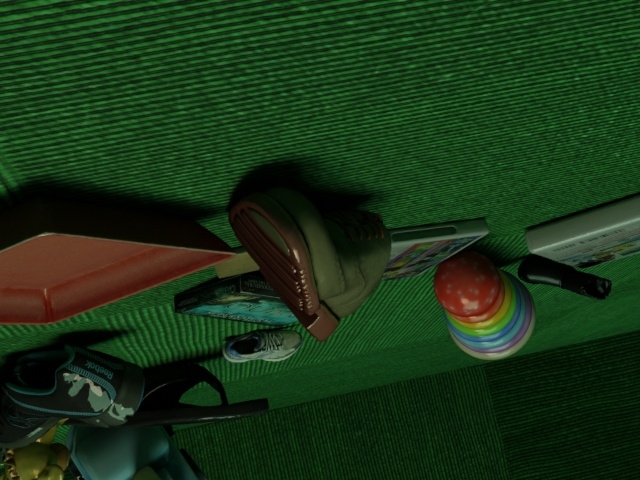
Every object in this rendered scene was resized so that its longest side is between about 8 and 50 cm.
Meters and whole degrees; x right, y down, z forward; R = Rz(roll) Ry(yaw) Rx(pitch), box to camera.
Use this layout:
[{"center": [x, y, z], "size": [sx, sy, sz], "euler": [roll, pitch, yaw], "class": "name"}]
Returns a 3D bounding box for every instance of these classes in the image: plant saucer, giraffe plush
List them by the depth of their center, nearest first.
[{"center": [-0.252, 0.021, 1.009], "size": [0.259, 0.048, 0.258], "euler": [-19, 166, 29], "class": "plant saucer"}, {"center": [-0.481, 0.337, 1.874], "size": [0.210, 0.171, 0.181], "euler": [-4, 165, -36], "class": "giraffe plush"}]

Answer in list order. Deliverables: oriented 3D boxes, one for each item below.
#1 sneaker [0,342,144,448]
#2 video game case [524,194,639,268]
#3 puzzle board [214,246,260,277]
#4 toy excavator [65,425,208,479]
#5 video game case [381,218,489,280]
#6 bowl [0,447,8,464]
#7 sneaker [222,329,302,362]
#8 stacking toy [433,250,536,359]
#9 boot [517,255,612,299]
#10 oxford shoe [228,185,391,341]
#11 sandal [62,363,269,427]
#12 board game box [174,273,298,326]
[{"center": [-0.411, 0.208, 1.589], "size": [0.340, 0.125, 0.139], "euler": [-18, 140, 33], "class": "sneaker"}, {"center": [0.481, -0.032, 1.536], "size": [0.329, 0.036, 0.300], "euler": [-19, 166, 24], "class": "video game case"}, {"center": [-0.058, 0.015, 1.259], "size": [0.128, 0.011, 0.096], "euler": [-13, 166, -3], "class": "puzzle board"}, {"center": [-0.330, 0.455, 2.062], "size": [0.222, 0.433, 0.445], "euler": [-33, 160, -15], "class": "toy excavator"}, {"center": [0.087, 0.020, 1.401], "size": [0.183, 0.023, 0.201], "euler": [-7, 165, -25], "class": "video game case"}, {"center": [-0.587, 0.346, 1.975], "size": [0.170, 0.080, 0.170], "euler": [1, -179, 0], "class": "bowl"}, {"center": [-0.094, 0.174, 1.829], "size": [0.135, 0.052, 0.058], "euler": [-11, 163, -10], "class": "sneaker"}, {"center": [0.225, 0.080, 1.585], "size": [0.141, 0.141, 0.330], "euler": [-16, 162, 12], "class": "stacking toy"}, {"center": [0.375, 0.060, 1.685], "size": [0.121, 0.045, 0.099], "euler": [8, -169, -30], "class": "boot"}, {"center": [0.000, 0.000, 1.098], "size": [0.130, 0.123, 0.348], "euler": [-39, 167, -5], "class": "oxford shoe"}, {"center": [-0.310, 0.277, 1.985], "size": [0.445, 0.107, 0.167], "euler": [-3, 176, 20], "class": "sandal"}, {"center": [-0.076, 0.079, 1.415], "size": [0.126, 0.026, 0.186], "euler": [-19, 159, 41], "class": "board game box"}]
